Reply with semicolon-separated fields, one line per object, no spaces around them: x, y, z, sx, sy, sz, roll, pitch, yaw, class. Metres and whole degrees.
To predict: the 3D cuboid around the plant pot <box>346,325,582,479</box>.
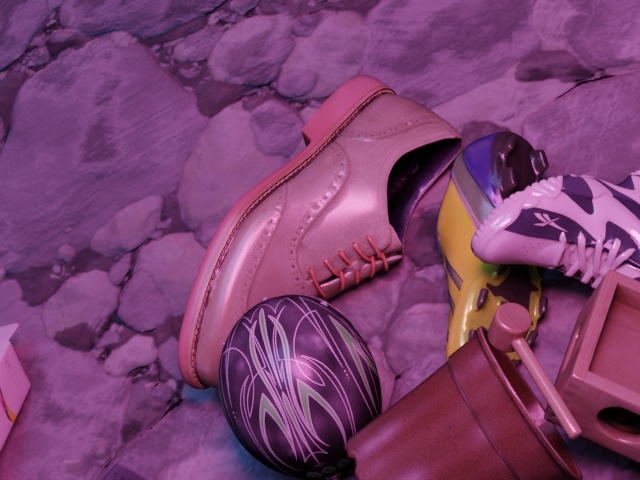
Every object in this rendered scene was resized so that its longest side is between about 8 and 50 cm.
0.124;0.191;1.457;0.165;0.167;0.167;-34;49;7;plant pot

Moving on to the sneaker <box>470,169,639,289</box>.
0.269;0.021;1.514;0.235;0.094;0.153;-6;52;-30;sneaker

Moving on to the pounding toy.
0.239;0.124;1.425;0.206;0.094;0.181;24;54;3;pounding toy

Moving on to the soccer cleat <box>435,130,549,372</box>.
0.162;0.025;1.617;0.121;0.093;0.289;-24;47;48;soccer cleat

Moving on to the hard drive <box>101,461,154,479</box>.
-0.156;0.339;1.536;0.254;0.054;0.172;29;72;37;hard drive

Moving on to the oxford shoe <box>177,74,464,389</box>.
0.000;0.000;1.661;0.146;0.140;0.397;25;71;28;oxford shoe

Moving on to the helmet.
-0.021;0.140;1.548;0.169;0.161;0.169;-12;52;16;helmet

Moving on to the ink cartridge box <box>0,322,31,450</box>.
-0.387;0.175;1.724;0.115;0.067;0.198;-12;29;15;ink cartridge box
